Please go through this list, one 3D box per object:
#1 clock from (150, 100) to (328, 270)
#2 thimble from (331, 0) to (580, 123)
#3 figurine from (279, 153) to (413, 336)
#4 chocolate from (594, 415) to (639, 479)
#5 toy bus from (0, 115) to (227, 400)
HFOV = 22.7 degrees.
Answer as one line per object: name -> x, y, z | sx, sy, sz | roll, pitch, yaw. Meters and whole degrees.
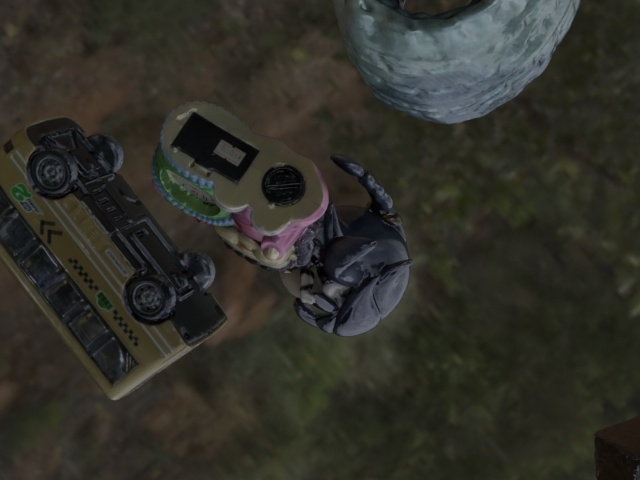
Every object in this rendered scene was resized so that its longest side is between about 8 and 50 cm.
clock -> -0.085, -0.049, 1.650 | 0.100, 0.194, 0.195 | -56, 173, -17
thimble -> 0.110, -0.233, 1.321 | 0.250, 0.205, 0.172 | -65, 158, -14
figurine -> 0.010, 0.011, 1.960 | 0.197, 0.175, 0.265 | -15, 152, 2
chocolate -> 0.511, 0.270, 2.159 | 0.321, 0.112, 0.111 | -17, 114, -28
toy bus -> -0.304, 0.020, 2.123 | 0.202, 0.365, 0.177 | -38, 178, 21
